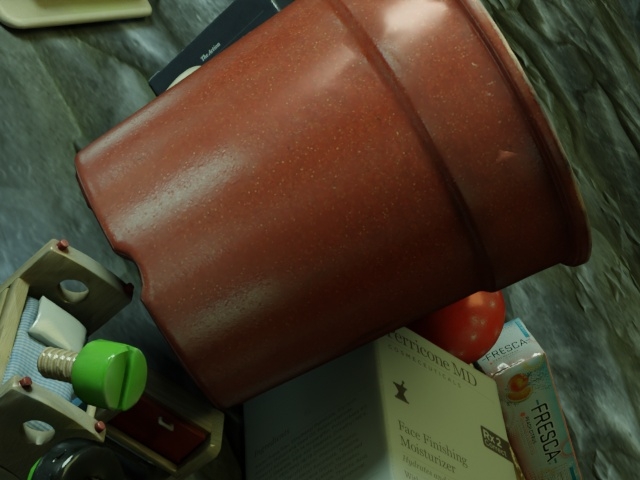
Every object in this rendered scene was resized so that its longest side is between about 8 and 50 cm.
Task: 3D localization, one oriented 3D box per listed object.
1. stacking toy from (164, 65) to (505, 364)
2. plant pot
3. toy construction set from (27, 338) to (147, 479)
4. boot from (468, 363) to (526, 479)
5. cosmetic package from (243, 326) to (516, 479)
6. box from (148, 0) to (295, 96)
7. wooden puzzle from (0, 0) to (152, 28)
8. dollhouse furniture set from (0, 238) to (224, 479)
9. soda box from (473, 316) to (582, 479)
[{"bbox_3d":[0.000,0.000,1.056,0.330,0.141,0.141,32,31,-1],"label":"stacking toy"},{"bbox_3d":[-0.004,-0.037,0.881,0.272,0.265,0.272,60,-2,4],"label":"plant pot"},{"bbox_3d":[-0.111,0.229,0.569,0.309,0.237,0.257,-34,123,-50],"label":"toy construction set"},{"bbox_3d":[0.134,0.189,1.113,0.236,0.089,0.269,88,-20,-68],"label":"boot"},{"bbox_3d":[0.046,0.183,0.989,0.151,0.151,0.183,32,35,-32],"label":"cosmetic package"},{"bbox_3d":[-0.047,-0.134,1.205,0.158,0.156,0.093,56,29,8],"label":"box"},{"bbox_3d":[-0.221,-0.315,1.164,0.221,0.044,0.238,-25,112,-60],"label":"wooden puzzle"},{"bbox_3d":[-0.140,0.118,0.820,0.184,0.129,0.129,36,33,-26],"label":"dollhouse furniture set"},{"bbox_3d":[0.193,0.164,1.224,0.063,0.058,0.183,-120,-173,-54],"label":"soda box"}]
